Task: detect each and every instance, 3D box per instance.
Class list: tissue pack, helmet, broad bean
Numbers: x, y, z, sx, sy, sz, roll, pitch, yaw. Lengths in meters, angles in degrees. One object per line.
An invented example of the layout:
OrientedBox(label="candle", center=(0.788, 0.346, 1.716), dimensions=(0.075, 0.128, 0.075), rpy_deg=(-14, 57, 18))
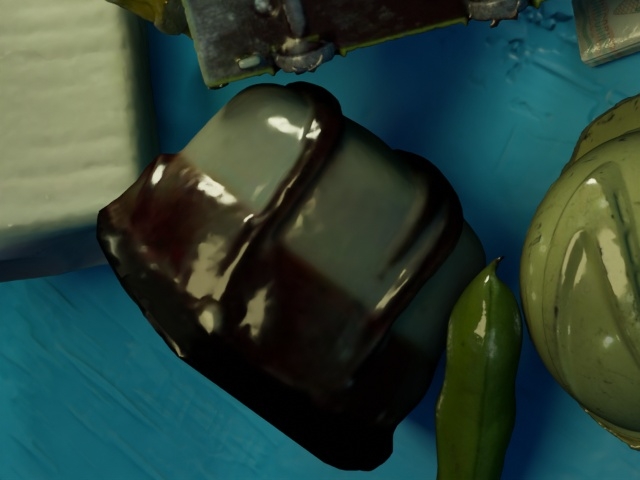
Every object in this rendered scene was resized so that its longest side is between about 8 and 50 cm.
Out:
OrientedBox(label="tissue pack", center=(0.231, -0.165, 1.080), dimensions=(0.108, 0.023, 0.056), rpy_deg=(-18, 71, 34))
OrientedBox(label="helmet", center=(0.205, 0.009, 0.999), dimensions=(0.204, 0.137, 0.257), rpy_deg=(-9, 77, 37))
OrientedBox(label="broad bean", center=(0.101, 0.161, 1.056), dimensions=(0.056, 0.098, 0.317), rpy_deg=(8, 104, 4))

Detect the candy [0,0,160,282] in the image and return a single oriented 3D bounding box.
OrientedBox(label="candy", center=(-0.253, -0.149, 1.328), dimensions=(0.208, 0.145, 0.358), rpy_deg=(-7, 75, 1))

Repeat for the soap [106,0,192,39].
OrientedBox(label="soap", center=(-0.062, -0.316, 1.219), dimensions=(0.091, 0.199, 0.314), rpy_deg=(30, 102, 16))

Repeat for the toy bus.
OrientedBox(label="toy bus", center=(0.053, -0.196, 1.073), dimensions=(0.302, 0.139, 0.113), rpy_deg=(-13, 108, 3))

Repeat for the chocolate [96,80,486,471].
OrientedBox(label="chocolate", center=(0.000, 0.000, 1.084), dimensions=(0.186, 0.284, 0.283), rpy_deg=(-49, 56, 14))
